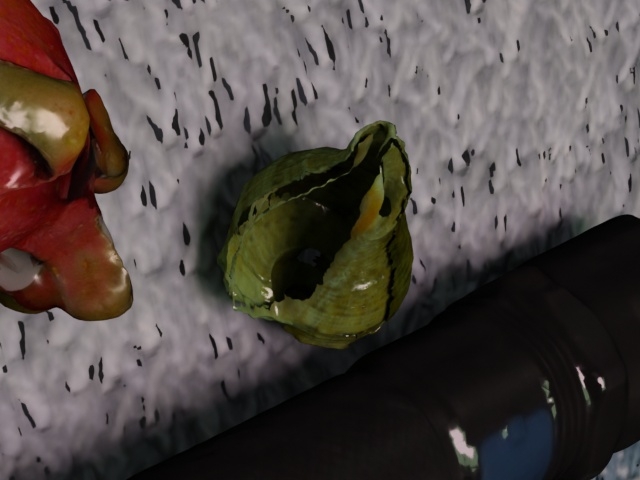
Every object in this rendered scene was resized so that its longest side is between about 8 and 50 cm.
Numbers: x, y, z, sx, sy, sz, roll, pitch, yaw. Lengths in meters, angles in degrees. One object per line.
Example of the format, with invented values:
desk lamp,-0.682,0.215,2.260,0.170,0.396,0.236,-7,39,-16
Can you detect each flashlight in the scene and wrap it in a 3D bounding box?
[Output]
flashlight,0.021,0.093,0.792,0.424,0.103,0.103,-23,114,-41

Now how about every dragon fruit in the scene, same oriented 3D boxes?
dragon fruit,-0.131,-0.032,0.643,0.208,0.150,0.133,46,38,-42

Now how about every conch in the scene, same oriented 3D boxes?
conch,0.000,0.000,0.792,0.089,0.074,0.121,-27,155,-33
